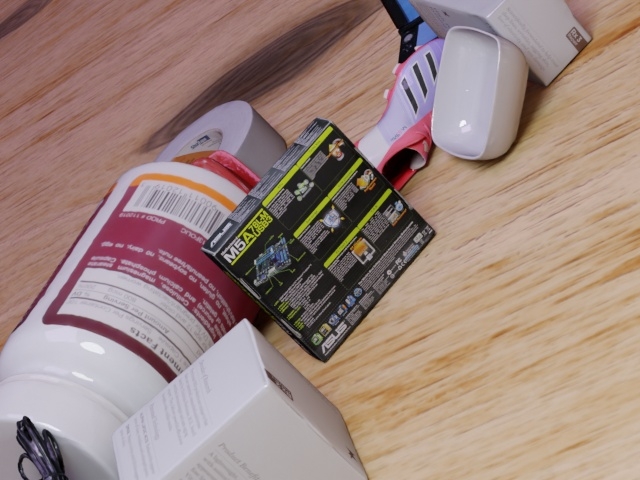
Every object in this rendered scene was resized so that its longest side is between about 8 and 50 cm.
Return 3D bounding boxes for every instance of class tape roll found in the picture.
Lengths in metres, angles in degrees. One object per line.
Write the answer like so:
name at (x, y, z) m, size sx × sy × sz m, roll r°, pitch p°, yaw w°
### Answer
tape roll at (-0.150, -0.083, 2.366) m, size 0.219 × 0.072 × 0.219 m, roll -34°, pitch 27°, yaw 20°

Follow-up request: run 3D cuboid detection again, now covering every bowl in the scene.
bowl at (0.178, -0.160, 1.956) m, size 0.142 × 0.053 × 0.142 m, roll -151°, pitch 67°, yaw -64°

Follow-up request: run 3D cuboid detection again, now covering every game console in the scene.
game console at (0.138, -0.307, 2.257) m, size 0.144 × 0.085 × 0.124 m, roll -31°, pitch 28°, yaw 27°

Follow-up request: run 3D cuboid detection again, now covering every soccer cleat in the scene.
soccer cleat at (0.105, -0.132, 2.066) m, size 0.095 × 0.083 × 0.248 m, roll 19°, pitch 60°, yaw 36°

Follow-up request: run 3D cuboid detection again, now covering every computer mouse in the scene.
computer mouse at (-0.245, 0.317, 1.762) m, size 0.072 × 0.272 × 0.188 m, roll -11°, pitch 43°, yaw -18°

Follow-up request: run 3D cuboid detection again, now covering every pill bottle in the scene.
pill bottle at (-0.211, 0.116, 1.944) m, size 0.224 × 0.224 × 0.392 m, roll -21°, pitch 29°, yaw 41°

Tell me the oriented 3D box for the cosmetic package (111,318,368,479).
cosmetic package at (-0.080, 0.208, 1.718) m, size 0.184 × 0.151 × 0.151 m, roll -41°, pitch 25°, yaw 6°

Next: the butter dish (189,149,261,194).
butter dish at (-0.142, -0.036, 2.173) m, size 0.160 × 0.118 × 0.160 m, roll -46°, pitch 61°, yaw -5°

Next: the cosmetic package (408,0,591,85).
cosmetic package at (0.200, -0.259, 2.055) m, size 0.085 × 0.117 × 0.231 m, roll -46°, pitch 24°, yaw -3°

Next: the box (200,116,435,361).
box at (0.000, 0.000, 1.877) m, size 0.190 × 0.184 × 0.045 m, roll -50°, pitch 24°, yaw -9°
